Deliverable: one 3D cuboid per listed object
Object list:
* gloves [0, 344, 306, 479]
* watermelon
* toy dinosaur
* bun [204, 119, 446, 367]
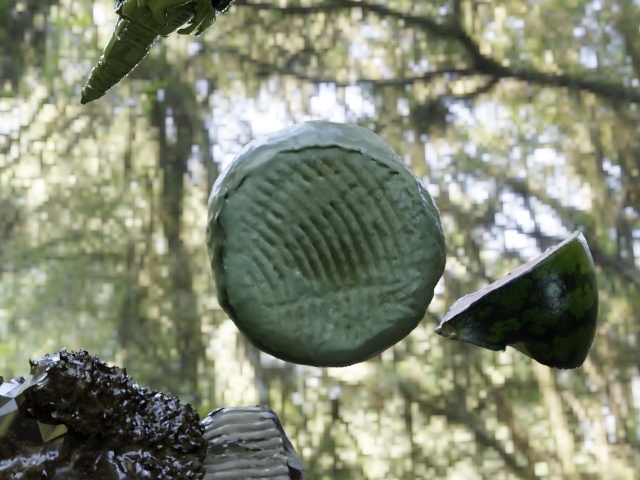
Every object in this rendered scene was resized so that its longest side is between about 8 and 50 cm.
[{"bbox_3d":[-0.167,0.194,1.205,0.313,0.210,0.135,3,-8,-12],"label":"gloves"},{"bbox_3d":[0.244,0.084,1.629,0.159,0.128,0.303,-31,-3,16],"label":"watermelon"},{"bbox_3d":[-0.125,-0.204,1.203,0.094,0.153,0.259,26,-41,-25],"label":"toy dinosaur"},{"bbox_3d":[0.000,0.000,1.182,0.196,0.195,0.118,0,11,-5],"label":"bun"}]
